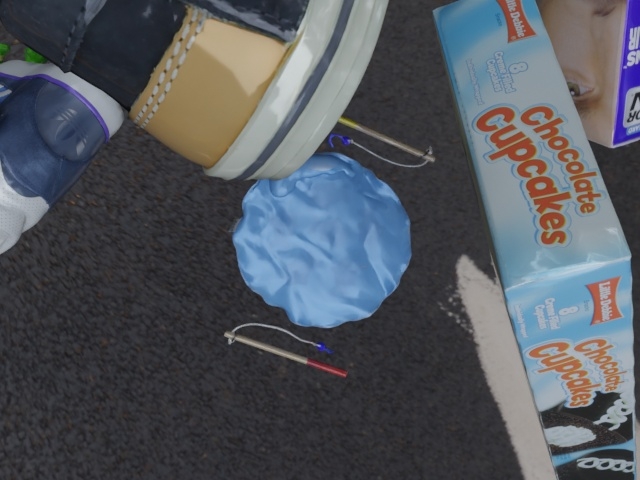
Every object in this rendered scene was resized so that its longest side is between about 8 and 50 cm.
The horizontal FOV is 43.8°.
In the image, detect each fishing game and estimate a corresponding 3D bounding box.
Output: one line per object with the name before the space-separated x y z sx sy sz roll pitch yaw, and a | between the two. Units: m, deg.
fishing game | 0.000 0.000 0.837 0.189 0.041 0.263 18 91 -5

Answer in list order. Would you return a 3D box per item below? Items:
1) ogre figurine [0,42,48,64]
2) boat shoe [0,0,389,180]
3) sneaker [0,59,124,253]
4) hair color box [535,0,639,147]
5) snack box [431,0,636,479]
ogre figurine | -0.430 -0.213 1.103 0.197 0.097 0.118 7 94 -9
boat shoe | -0.027 -0.273 0.415 0.156 0.187 0.499 20 68 -19
sneaker | -0.368 -0.078 0.869 0.236 0.323 0.130 -52 122 -24
hair color box | 0.236 -0.272 0.697 0.110 0.185 0.338 -20 122 -23
snack box | 0.144 0.023 0.505 0.060 0.187 0.322 -15 144 12
